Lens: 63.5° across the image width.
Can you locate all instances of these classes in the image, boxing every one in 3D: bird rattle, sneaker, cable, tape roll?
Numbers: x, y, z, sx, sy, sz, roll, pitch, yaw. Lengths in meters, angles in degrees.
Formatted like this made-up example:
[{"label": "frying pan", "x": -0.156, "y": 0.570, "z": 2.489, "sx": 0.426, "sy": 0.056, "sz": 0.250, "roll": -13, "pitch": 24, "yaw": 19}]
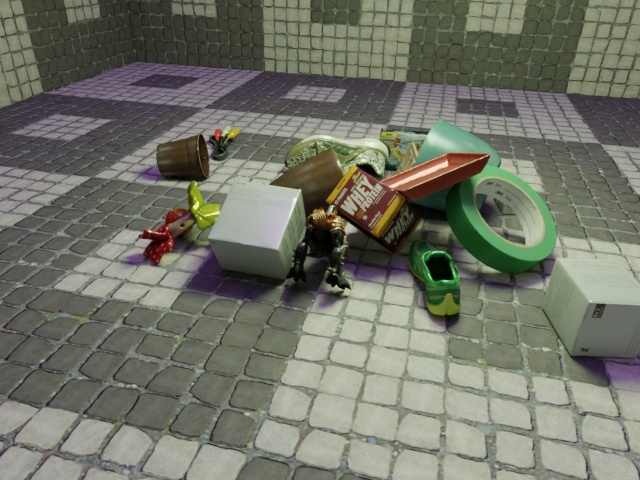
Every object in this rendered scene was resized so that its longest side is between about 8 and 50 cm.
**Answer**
[{"label": "bird rattle", "x": -0.408, "y": -0.040, "z": 1.504, "sx": 0.253, "sy": 0.143, "sz": 0.207, "roll": -45, "pitch": 16, "yaw": -9}, {"label": "sneaker", "x": 0.064, "y": -0.290, "z": 1.955, "sx": 0.409, "sy": 0.158, "sz": 0.182, "roll": -2, "pitch": 47, "yaw": 4}, {"label": "cable", "x": -0.436, "y": -0.426, "z": 2.222, "sx": 0.139, "sy": 0.072, "sz": 0.287, "roll": -1, "pitch": 30, "yaw": 6}, {"label": "tape roll", "x": 0.510, "y": -0.064, "z": 1.460, "sx": 0.320, "sy": 0.077, "sz": 0.322, "roll": 12, "pitch": 55, "yaw": -17}, {"label": "sneaker", "x": 0.302, "y": 0.069, "z": 1.330, "sx": 0.109, "sy": 0.124, "sz": 0.296, "roll": -2, "pitch": 29, "yaw": -5}]

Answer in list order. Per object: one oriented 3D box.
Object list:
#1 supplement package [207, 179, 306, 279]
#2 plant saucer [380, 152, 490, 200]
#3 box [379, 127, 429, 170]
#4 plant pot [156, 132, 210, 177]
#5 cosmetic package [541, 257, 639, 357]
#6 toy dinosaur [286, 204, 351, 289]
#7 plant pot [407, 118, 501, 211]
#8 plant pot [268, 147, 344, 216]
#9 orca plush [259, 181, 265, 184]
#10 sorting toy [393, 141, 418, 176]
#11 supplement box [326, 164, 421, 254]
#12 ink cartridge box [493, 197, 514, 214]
[{"label": "supplement package", "x": -0.162, "y": -0.029, "z": 1.390, "sx": 0.194, "sy": 0.149, "sz": 0.203, "roll": 9, "pitch": 56, "yaw": 13}, {"label": "plant saucer", "x": 0.308, "y": -0.177, "z": 1.447, "sx": 0.258, "sy": 0.048, "sz": 0.258, "roll": -22, "pitch": 13, "yaw": -7}, {"label": "box", "x": 0.346, "y": -0.349, "z": 2.030, "sx": 0.232, "sy": 0.159, "sz": 0.044, "roll": 8, "pitch": 32, "yaw": 10}, {"label": "plant pot", "x": -0.515, "y": -0.307, "z": 1.936, "sx": 0.165, "sy": 0.167, "sz": 0.167, "roll": -7, "pitch": 30, "yaw": 0}, {"label": "cosmetic package", "x": 0.624, "y": 0.149, "z": 1.176, "sx": 0.151, "sy": 0.152, "sz": 0.184, "roll": 1, "pitch": 30, "yaw": -1}, {"label": "toy dinosaur", "x": 0.000, "y": 0.000, "z": 1.330, "sx": 0.164, "sy": 0.219, "sz": 0.322, "roll": 3, "pitch": -16, "yaw": 34}, {"label": "plant pot", "x": 0.448, "y": -0.219, "z": 1.701, "sx": 0.235, "sy": 0.293, "sz": 0.293, "roll": 25, "pitch": 36, "yaw": 18}, {"label": "plant pot", "x": -0.043, "y": -0.164, "z": 1.673, "sx": 0.230, "sy": 0.216, "sz": 0.215, "roll": -16, "pitch": 31, "yaw": -3}, {"label": "orca plush", "x": -0.216, "y": -0.072, "z": 1.585, "sx": 0.102, "sy": 0.151, "sz": 0.287, "roll": 37, "pitch": 31, "yaw": -1}, {"label": "sorting toy", "x": 0.292, "y": -0.226, "z": 1.797, "sx": 0.038, "sy": 0.193, "sz": 0.208, "roll": 24, "pitch": 28, "yaw": -6}, {"label": "supplement box", "x": 0.154, "y": -0.084, "z": 1.461, "sx": 0.191, "sy": 0.129, "sz": 0.194, "roll": 36, "pitch": 0, "yaw": 30}, {"label": "ink cartridge box", "x": 0.658, "y": -0.137, "z": 1.780, "sx": 0.088, "sy": 0.052, "sz": 0.122, "roll": 2, "pitch": 28, "yaw": 1}]
